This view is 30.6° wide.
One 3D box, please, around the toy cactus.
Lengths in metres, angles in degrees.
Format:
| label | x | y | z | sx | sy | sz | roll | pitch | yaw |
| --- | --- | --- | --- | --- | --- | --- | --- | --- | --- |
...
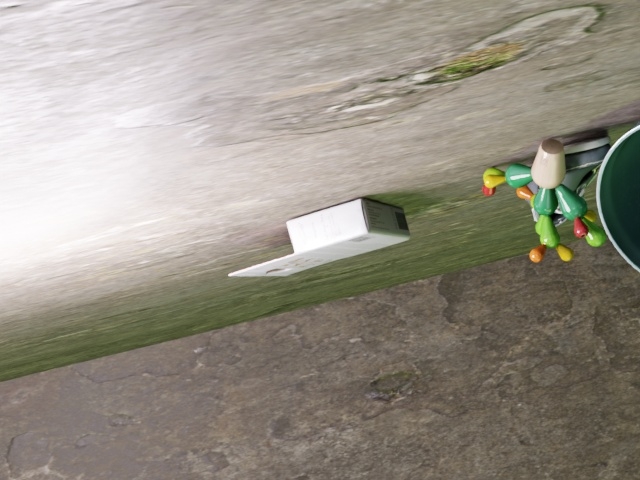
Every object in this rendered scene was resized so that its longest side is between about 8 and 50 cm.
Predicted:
| label | x | y | z | sx | sy | sz | roll | pitch | yaw |
| --- | --- | --- | --- | --- | --- | --- | --- | --- | --- |
| toy cactus | 0.324 | -0.070 | 1.724 | 0.112 | 0.219 | 0.181 | -29 | 142 | -22 |

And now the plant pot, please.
| label | x | y | z | sx | sy | sz | roll | pitch | yaw |
| --- | --- | --- | --- | --- | --- | --- | --- | --- | --- |
| plant pot | 0.561 | -0.088 | 1.640 | 0.293 | 0.293 | 0.196 | -22 | -163 | 45 |

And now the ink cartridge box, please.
| label | x | y | z | sx | sy | sz | roll | pitch | yaw |
| --- | --- | --- | --- | --- | --- | --- | --- | --- | --- |
| ink cartridge box | 0.000 | 0.000 | 1.900 | 0.238 | 0.060 | 0.275 | -16 | 173 | 17 |

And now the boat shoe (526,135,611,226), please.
| label | x | y | z | sx | sy | sz | roll | pitch | yaw |
| --- | --- | --- | --- | --- | --- | --- | --- | --- | --- |
| boat shoe | 0.392 | -0.089 | 1.840 | 0.116 | 0.099 | 0.319 | -13 | 172 | -6 |
